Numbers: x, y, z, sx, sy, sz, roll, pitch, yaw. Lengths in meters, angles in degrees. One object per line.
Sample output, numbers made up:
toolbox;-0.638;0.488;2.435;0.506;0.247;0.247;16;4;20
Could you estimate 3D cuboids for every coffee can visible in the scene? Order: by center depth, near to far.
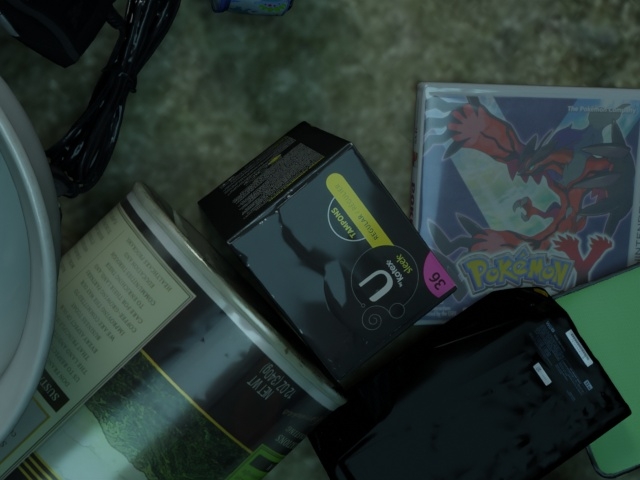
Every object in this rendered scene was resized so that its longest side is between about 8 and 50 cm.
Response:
coffee can;-0.149;0.126;0.794;0.275;0.201;0.201;-44;106;-1

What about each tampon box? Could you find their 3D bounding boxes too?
tampon box;0.000;0.000;0.822;0.101;0.161;0.120;-39;106;-2

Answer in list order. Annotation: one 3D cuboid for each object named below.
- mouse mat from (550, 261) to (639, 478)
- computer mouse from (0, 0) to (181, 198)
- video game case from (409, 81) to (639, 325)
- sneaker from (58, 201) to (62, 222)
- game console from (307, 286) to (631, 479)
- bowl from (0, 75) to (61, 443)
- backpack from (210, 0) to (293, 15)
mouse mat;0.275;0.084;0.930;0.190;0.007;0.152;-21;95;1
computer mouse;-0.174;-0.127;0.723;0.060;0.262;0.184;21;85;15
video game case;0.166;-0.026;0.923;0.201;0.023;0.183;0;101;-12
sneaker;-0.331;0.050;0.797;0.330;0.130;0.147;-45;92;-4
game console;0.167;0.227;0.906;0.213;0.044;0.361;-33;94;-5
bowl;-0.260;-0.015;0.651;0.298;0.134;0.297;3;108;9
backpack;-0.054;-0.207;0.800;0.084;0.105;0.114;0;101;-10
